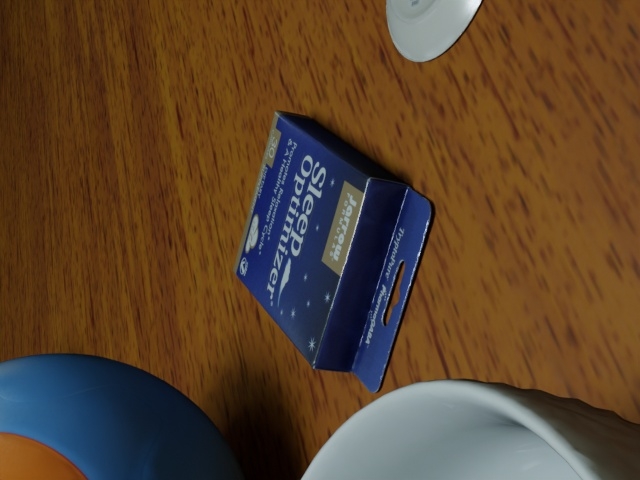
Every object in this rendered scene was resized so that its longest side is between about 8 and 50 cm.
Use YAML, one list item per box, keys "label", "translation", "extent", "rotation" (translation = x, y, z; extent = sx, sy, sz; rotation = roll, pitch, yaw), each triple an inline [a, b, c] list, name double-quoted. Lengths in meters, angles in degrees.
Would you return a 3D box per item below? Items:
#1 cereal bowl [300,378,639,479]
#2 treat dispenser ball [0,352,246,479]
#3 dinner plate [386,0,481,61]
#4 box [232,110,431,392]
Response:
- label: "cereal bowl"
  translation: [0.088, 0.226, 0.424]
  extent: [0.339, 0.141, 0.339]
  rotation: [-35, 51, 57]
- label: "treat dispenser ball"
  translation: [-0.189, 0.225, 0.837]
  extent: [0.288, 0.288, 0.288]
  rotation: [-34, 52, 57]
- label: "dinner plate"
  translation: [0.073, -0.187, 0.750]
  extent: [0.141, 0.017, 0.141]
  rotation: [-172, 90, -66]
- label: "box"
  translation: [0.000, 0.000, 0.817]
  extent: [0.225, 0.037, 0.136]
  rotation: [41, 118, 60]
